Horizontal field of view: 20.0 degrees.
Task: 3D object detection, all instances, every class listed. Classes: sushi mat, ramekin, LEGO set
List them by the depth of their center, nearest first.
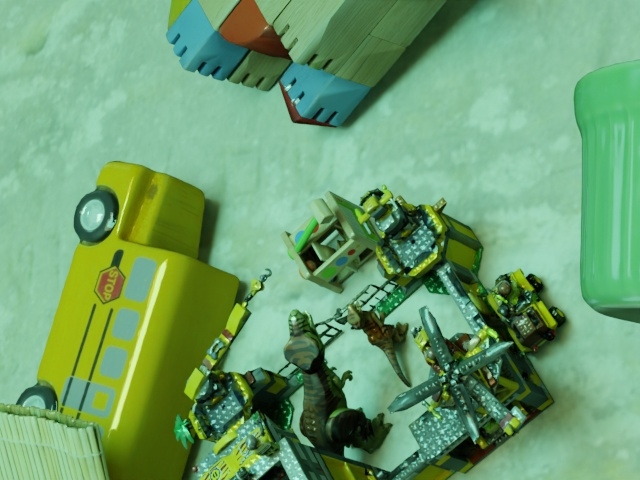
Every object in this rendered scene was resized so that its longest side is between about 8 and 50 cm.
[{"bbox_3d":[0.307,-0.015,1.161,0.303,0.303,0.148,2,84,37],"label":"ramekin"},{"bbox_3d":[0.006,0.109,1.396,0.331,0.192,0.255,-35,57,21],"label":"LEGO set"},{"bbox_3d":[-0.210,0.283,1.493,0.151,0.019,0.316,3,111,38],"label":"sushi mat"}]

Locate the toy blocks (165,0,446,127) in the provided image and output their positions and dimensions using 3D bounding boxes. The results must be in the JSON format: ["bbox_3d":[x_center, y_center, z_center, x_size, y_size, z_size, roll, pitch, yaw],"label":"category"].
[{"bbox_3d":[-0.037,-0.248,1.585,0.261,0.191,0.381,-49,51,27],"label":"toy blocks"}]

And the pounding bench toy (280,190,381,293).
[{"bbox_3d":[0.000,0.000,1.507,0.065,0.083,0.052,-41,55,17],"label":"pounding bench toy"}]

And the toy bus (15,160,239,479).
[{"bbox_3d":[-0.167,0.105,1.576,0.130,0.108,0.332,11,81,37],"label":"toy bus"}]
